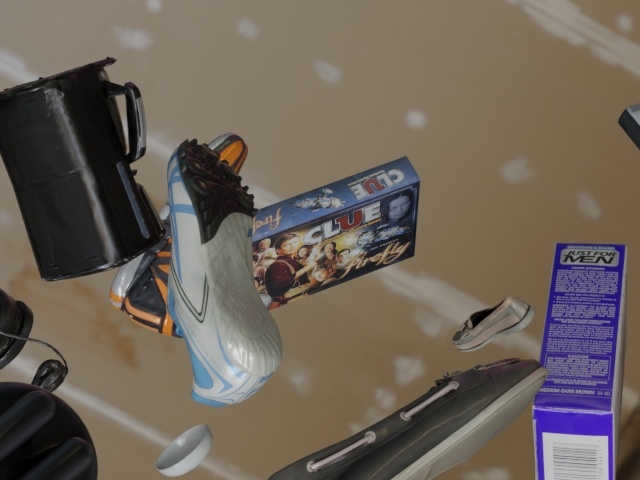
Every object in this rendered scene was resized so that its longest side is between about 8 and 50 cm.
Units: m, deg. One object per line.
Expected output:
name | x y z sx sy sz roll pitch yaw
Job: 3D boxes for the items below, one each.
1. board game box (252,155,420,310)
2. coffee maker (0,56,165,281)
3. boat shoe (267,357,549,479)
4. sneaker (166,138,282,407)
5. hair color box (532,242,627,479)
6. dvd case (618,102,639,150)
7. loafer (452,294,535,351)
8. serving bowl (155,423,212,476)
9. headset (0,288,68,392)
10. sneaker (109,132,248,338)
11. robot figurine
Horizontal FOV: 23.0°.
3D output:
board game box | 0.000 0.000 1.897 0.243 0.042 0.165 -21 148 -13
coffee maker | -0.231 -0.056 1.403 0.171 0.178 0.120 -25 -168 -38
boat shoe | 0.091 0.184 1.529 0.335 0.095 0.112 -31 157 -35
sneaker | -0.091 0.021 1.238 0.086 0.085 0.237 -36 -130 30
hair color box | 0.346 0.175 2.074 0.339 0.110 0.185 -69 157 -51
dvd case | 0.444 -0.065 1.640 0.179 0.238 0.029 -18 153 -32
loafer | 0.185 0.088 1.742 0.125 0.039 0.045 -28 -156 51
serving bowl | -0.167 0.269 1.980 0.083 0.027 0.083 -34 -164 11
headset | -0.534 0.133 2.329 0.185 0.394 0.243 -56 150 -12
sneaker | -0.152 0.006 2.288 0.321 0.180 0.124 -59 170 -16
robot figurine | -0.323 0.239 1.563 0.278 0.174 0.209 -39 -128 54
